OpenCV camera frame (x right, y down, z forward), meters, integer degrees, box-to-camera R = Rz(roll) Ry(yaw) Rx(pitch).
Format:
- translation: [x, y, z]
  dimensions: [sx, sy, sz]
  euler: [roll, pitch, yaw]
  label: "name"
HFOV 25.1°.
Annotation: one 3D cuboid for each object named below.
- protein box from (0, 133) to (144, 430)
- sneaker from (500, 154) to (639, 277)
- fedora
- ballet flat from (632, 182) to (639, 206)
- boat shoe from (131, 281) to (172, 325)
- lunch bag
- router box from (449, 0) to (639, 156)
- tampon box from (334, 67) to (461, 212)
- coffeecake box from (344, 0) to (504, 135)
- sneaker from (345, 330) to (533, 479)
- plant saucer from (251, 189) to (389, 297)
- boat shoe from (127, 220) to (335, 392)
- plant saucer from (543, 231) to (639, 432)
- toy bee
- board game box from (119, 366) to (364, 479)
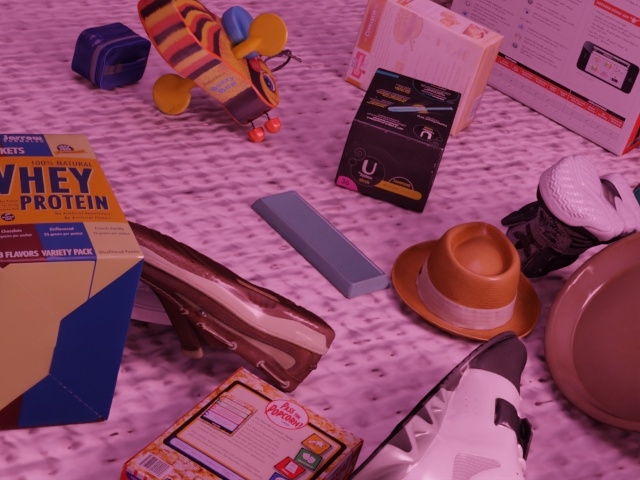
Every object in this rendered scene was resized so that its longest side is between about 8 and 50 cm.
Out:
- translation: [-0.272, 0.035, 1.347]
  dimensions: [0.136, 0.200, 0.201]
  euler: [-2, 37, -27]
  label: "protein box"
- translation: [0.277, -0.019, 1.691]
  dimensions: [0.268, 0.153, 0.101]
  euler: [7, 58, -61]
  label: "sneaker"
- translation: [0.177, 0.035, 1.661]
  dimensions: [0.194, 0.079, 0.194]
  euler: [12, 33, -8]
  label: "fedora"
- translation: [0.516, 0.052, 1.763]
  dimensions: [0.123, 0.123, 0.348]
  euler: [-11, 46, -36]
  label: "ballet flat"
- translation: [-0.153, 0.054, 1.480]
  dimensions: [0.184, 0.063, 0.066]
  euler: [12, 6, -8]
  label: "boat shoe"
- translation: [-0.266, -0.238, 1.874]
  dimensions: [0.065, 0.067, 0.098]
  euler: [35, 36, 25]
  label: "lunch bag"
- translation: [0.361, -0.331, 2.081]
  dimensions: [0.335, 0.301, 0.082]
  euler: [33, 37, 22]
  label: "router box"
- translation: [0.101, -0.130, 1.849]
  dimensions: [0.120, 0.101, 0.161]
  euler: [19, 34, 4]
  label: "tampon box"
- translation: [0.142, -0.255, 2.013]
  dimensions: [0.185, 0.142, 0.068]
  euler: [29, 34, 18]
  label: "coffeecake box"
- translation: [0.144, 0.206, 1.384]
  dimensions: [0.146, 0.122, 0.330]
  euler: [43, 37, 6]
  label: "sneaker"
- translation: [0.000, 0.000, 1.690]
  dimensions: [0.067, 0.018, 0.192]
  euler: [-15, 45, -39]
  label: "plant saucer"
- translation: [-0.113, 0.073, 1.417]
  dimensions: [0.257, 0.095, 0.095]
  euler: [29, 5, -14]
  label: "boat shoe"
- translation: [0.383, 0.099, 1.572]
  dimensions: [0.278, 0.041, 0.278]
  euler: [-16, 44, 16]
  label: "plant saucer"
- translation: [-0.102, -0.216, 1.835]
  dimensions: [0.298, 0.195, 0.162]
  euler: [2, 59, -40]
  label: "toy bee"
- translation: [-0.070, 0.208, 1.325]
  dimensions: [0.147, 0.045, 0.193]
  euler: [29, 35, 19]
  label: "board game box"
